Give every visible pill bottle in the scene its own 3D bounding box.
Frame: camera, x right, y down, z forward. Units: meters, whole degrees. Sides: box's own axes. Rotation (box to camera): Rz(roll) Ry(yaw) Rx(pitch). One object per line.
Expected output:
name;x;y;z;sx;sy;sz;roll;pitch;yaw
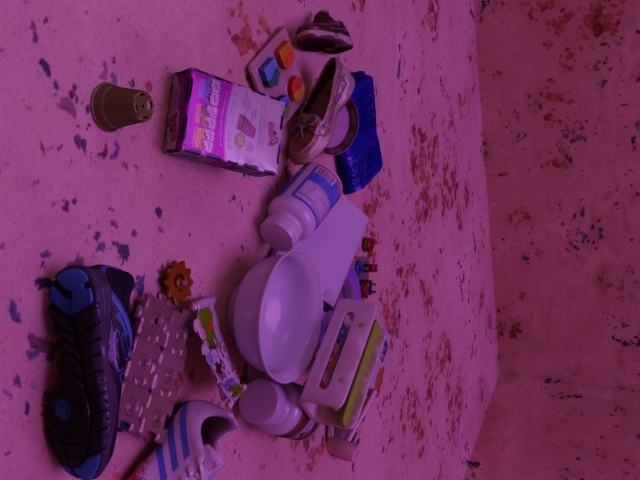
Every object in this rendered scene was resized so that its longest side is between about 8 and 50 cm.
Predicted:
pill bottle;-0.091;0.393;1.680;0.229;0.131;0.131;39;58;-59
pill bottle;-0.049;-0.078;1.707;0.221;0.124;0.124;-52;138;-37

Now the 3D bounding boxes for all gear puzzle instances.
gear puzzle;-0.308;0.189;1.323;0.175;0.044;0.339;47;49;-54

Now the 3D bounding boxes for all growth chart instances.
growth chart;-0.206;0.222;1.444;0.172;0.021;0.237;-65;138;-80

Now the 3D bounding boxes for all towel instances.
towel;0.109;-0.312;2.066;0.227;0.076;0.308;-53;138;-50

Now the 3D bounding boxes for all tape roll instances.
tape roll;0.017;0.189;1.925;0.275;0.090;0.275;-17;109;-63

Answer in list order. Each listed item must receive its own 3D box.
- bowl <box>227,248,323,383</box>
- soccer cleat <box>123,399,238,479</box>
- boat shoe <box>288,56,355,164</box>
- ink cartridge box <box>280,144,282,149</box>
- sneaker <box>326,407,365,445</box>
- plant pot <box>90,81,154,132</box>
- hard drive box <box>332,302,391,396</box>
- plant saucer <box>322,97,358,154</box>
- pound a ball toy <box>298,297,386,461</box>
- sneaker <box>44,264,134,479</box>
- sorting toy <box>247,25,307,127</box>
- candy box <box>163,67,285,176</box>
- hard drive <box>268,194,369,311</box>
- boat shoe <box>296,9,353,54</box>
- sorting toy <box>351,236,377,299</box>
bowl;-0.115;0.163;1.601;0.298;0.134;0.298;-11;102;-63
soccer cleat;-0.265;0.437;1.316;0.331;0.143;0.116;-64;146;-38
boat shoe;-0.011;-0.319;1.772;0.089;0.104;0.285;48;61;-50
ink cartridge box;-0.156;-0.234;1.549;0.181;0.061;0.104;-30;119;-59
sneaker;0.078;0.524;2.071;0.100;0.108;0.271;-45;134;-56
plant pot;-0.323;-0.222;1.190;0.083;0.079;0.083;-15;107;-62
hard drive box;0.098;0.293;1.901;0.232;0.089;0.181;49;50;-55
plant saucer;0.031;-0.312;1.902;0.168;0.029;0.168;-12;110;-37
pound a ball toy;0.048;0.325;1.686;0.208;0.135;0.319;66;39;-48
sneaker;-0.347;0.207;1.144;0.139;0.125;0.341;-4;99;-69
sorting toy;-0.091;-0.374;1.692;0.208;0.038;0.193;-63;145;-40
candy box;-0.184;-0.224;1.405;0.233;0.071;0.159;12;82;-43
hard drive;0.000;0.000;1.817;0.203;0.040;0.307;39;51;-20
boat shoe;0.001;-0.534;1.821;0.257;0.095;0.095;-21;98;-68
sorting toy;0.133;0.128;2.203;0.132;0.046;0.274;2;92;-64
